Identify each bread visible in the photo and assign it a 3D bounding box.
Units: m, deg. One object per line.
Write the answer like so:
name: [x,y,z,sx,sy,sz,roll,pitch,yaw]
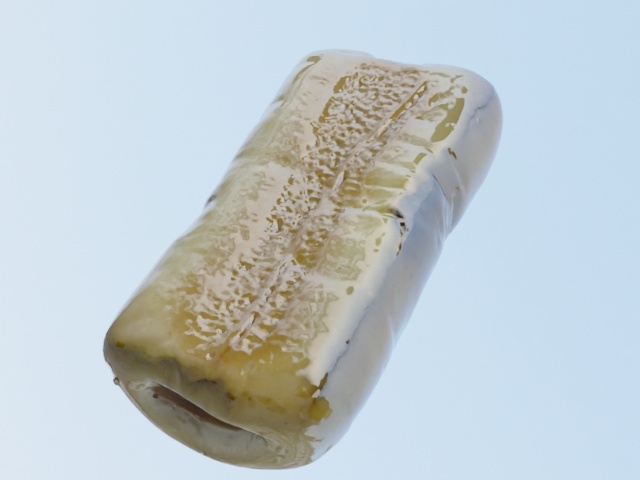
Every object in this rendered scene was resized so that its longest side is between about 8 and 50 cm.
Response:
bread: [0.000,0.000,0.681,0.142,0.305,0.091,11,-47,22]
